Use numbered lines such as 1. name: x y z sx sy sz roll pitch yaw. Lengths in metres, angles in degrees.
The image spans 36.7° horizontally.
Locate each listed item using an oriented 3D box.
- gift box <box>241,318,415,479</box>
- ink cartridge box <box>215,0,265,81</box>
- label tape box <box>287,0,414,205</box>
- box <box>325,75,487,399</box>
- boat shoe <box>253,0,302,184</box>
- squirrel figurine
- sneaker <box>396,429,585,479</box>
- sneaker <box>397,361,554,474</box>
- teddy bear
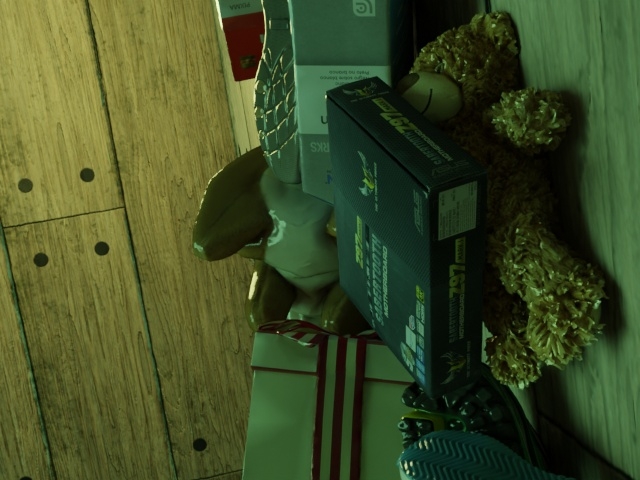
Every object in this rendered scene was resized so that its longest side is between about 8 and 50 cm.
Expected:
1. gift box: 0.037 0.228 1.188 0.276 0.255 0.258 101 175 -73
2. ink cartridge box: -0.061 -0.367 1.417 0.066 0.189 0.232 100 157 -76
3. label tape box: 0.046 -0.150 1.059 0.240 0.106 0.333 -70 -22 -61
4. box: 0.073 -0.003 0.856 0.183 0.059 0.232 -128 26 -47
5. boat shoe: -0.007 -0.229 1.213 0.123 0.116 0.324 29 119 53
6. squirrel figurine: 0.000 0.000 1.441 0.370 0.281 0.397 75 -169 -48
7. sneaker: 0.164 0.236 0.818 0.229 0.087 0.092 18 130 34
8. sneaker: 0.196 0.271 0.937 0.146 0.134 0.343 -12 -96 -64
9. teddy bear: 0.144 -0.035 0.850 0.245 0.113 0.338 157 102 -78
